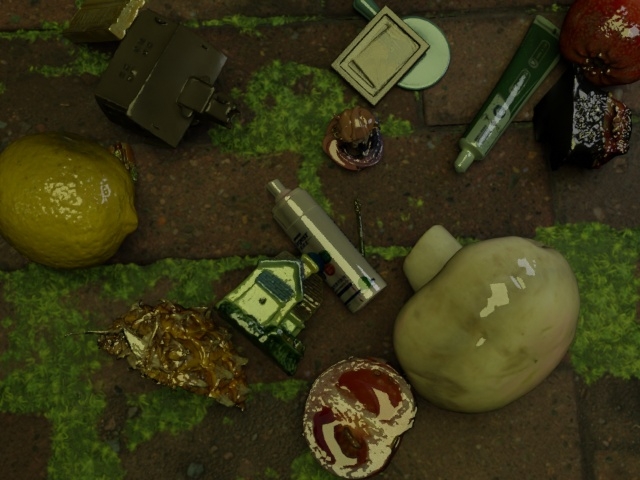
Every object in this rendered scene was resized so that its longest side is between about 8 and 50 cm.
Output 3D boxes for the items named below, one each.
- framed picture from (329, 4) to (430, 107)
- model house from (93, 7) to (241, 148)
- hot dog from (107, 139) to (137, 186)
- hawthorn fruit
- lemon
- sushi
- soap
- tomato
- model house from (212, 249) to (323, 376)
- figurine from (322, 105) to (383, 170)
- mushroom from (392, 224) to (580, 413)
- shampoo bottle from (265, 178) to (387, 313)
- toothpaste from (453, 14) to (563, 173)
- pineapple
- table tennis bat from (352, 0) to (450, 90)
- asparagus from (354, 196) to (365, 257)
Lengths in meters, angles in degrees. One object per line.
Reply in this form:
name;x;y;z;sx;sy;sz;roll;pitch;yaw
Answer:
framed picture;0.121;-0.376;1.896;0.128;0.023;0.168;43;95;3
model house;-0.265;-0.274;1.784;0.243;0.204;0.211;25;79;12
hot dog;-0.392;-0.136;1.840;0.056;0.041;0.133;-9;80;-4
hawthorn fruit;0.598;-0.436;1.871;0.205;0.205;0.253;31;66;3
lemon;-0.485;-0.077;1.722;0.310;0.253;0.254;23;79;6
sushi;0.538;-0.223;1.852;0.150;0.153;0.172;10;56;-19
soap;-0.427;-0.434;1.811;0.037;0.252;0.092;38;76;-34
tomato;0.070;0.330;1.740;0.199;0.112;0.228;36;78;12
model house;-0.070;0.119;1.722;0.195;0.214;0.189;38;79;7
figurine;0.062;-0.215;1.831;0.126;0.157;0.114;-35;62;-4
mushroom;0.278;0.136;1.678;0.353;0.353;0.325;43;41;5
shampoo bottle;0.000;0.000;1.807;0.092;0.092;0.303;-39;84;-9
toothpaste;0.382;-0.293;1.899;0.098;0.061;0.392;37;75;-3
pineapple;-0.270;0.188;1.713;0.334;0.158;0.161;27;92;8
table tennis bat;0.161;-0.418;1.922;0.153;0.040;0.244;-45;86;-4
asparagus;0.080;-0.007;1.853;0.016;0.013;0.166;0;80;-20
